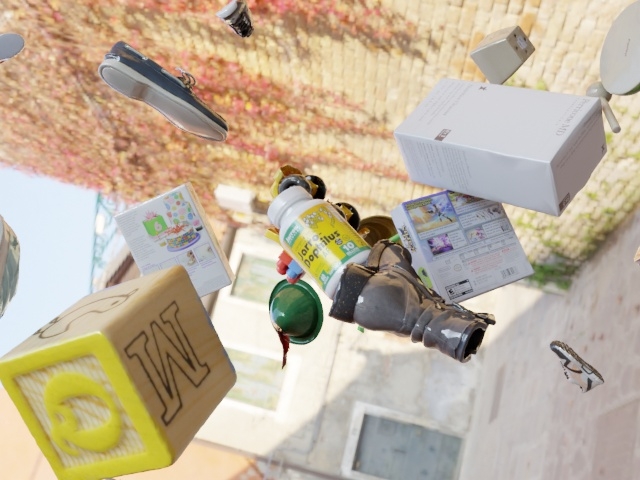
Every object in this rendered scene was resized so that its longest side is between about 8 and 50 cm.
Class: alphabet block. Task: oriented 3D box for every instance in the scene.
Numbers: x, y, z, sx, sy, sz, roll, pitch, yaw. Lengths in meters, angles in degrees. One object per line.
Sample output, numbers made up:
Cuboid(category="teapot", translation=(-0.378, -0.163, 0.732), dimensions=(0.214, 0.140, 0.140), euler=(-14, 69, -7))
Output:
Cuboid(category="alphabet block", translation=(-0.255, 0.173, 0.975), dimensions=(0.193, 0.192, 0.197), euler=(65, -155, -13))

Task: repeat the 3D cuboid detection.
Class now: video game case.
Cuboid(category="video game case", translation=(0.317, 0.006, 1.671), dimensions=(0.061, 0.269, 0.244), euler=(-38, 70, 59))

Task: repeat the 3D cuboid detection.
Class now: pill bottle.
Cuboid(category="pill bottle", translation=(0.000, 0.000, 1.352), dimensions=(0.117, 0.208, 0.117), euler=(-33, -26, -18))

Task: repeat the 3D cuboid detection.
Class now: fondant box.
Cuboid(category="fondant box", translation=(-0.433, 0.022, 2.249), dimensions=(0.096, 0.238, 0.330), euler=(-84, -30, -78))

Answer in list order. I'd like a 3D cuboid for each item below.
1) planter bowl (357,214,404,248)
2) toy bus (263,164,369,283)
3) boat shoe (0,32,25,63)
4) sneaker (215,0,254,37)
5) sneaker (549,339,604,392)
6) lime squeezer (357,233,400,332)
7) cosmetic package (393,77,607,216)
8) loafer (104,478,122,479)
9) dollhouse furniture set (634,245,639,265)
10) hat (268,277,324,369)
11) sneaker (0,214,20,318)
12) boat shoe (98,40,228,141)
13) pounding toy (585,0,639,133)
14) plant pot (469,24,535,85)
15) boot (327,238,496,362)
Cuboid(category="planter bowl", translation=(0.132, 0.021, 2.070), dimensions=(0.090, 0.217, 0.217), euler=(-136, 54, -63))
Cuboid(category="toy bus", translation=(-0.042, -0.021, 1.578), dimensions=(0.211, 0.220, 0.149), euler=(-50, -11, 16))
Cuboid(category="boat shoe", translation=(-0.658, -0.378, 1.512), dimensions=(0.040, 0.142, 0.049), euler=(-95, -20, -73))
Cuboid(category="sneaker", translation=(-0.148, -0.414, 1.405), dimensions=(0.065, 0.061, 0.158), euler=(57, -168, -8))
Cuboid(category="sneaker", translation=(0.408, 0.207, 1.214), dimensions=(0.044, 0.109, 0.040), euler=(-46, 6, 22))
Cuboid(category="lime squeezer", translation=(0.138, 0.068, 1.847), dimensions=(0.310, 0.110, 0.059), euler=(-61, 6, -6))
Cuboid(category="cosmetic package", translation=(0.377, -0.208, 1.589), dimensions=(0.217, 0.385, 0.156), euler=(-49, -47, -25))
Cuboid(category="loafer", translation=(-0.376, 0.465, 1.377), dimensions=(0.148, 0.050, 0.056), euler=(-35, 53, 56))
Cuboid(category="dollhouse furniture set", translation=(0.563, -0.014, 0.967), dimensions=(0.152, 0.201, 0.374), euler=(-64, -14, -1))
Cuboid(category="hat", translation=(-0.107, 0.188, 1.819), dimensions=(0.183, 0.208, 0.173), euler=(-7, -77, -51))
Cuboid(category="sneaker", translation=(-0.656, 0.131, 1.459), dimensions=(0.150, 0.135, 0.366), euler=(72, -155, -63))
Cuboid(category="boat shoe", translation=(-0.272, -0.268, 1.357), dimensions=(0.095, 0.254, 0.079), euler=(-39, 26, 60))
Cuboid(category="pounding toy", translation=(0.630, -0.337, 1.451), dimensions=(0.183, 0.110, 0.237), euler=(-101, 24, -54))
Cuboid(category="plant pot", translation=(0.439, -0.443, 1.772), dimensions=(0.109, 0.109, 0.096), euler=(-46, 12, -33))
Cuboid(category="boot", translation=(0.158, 0.101, 1.161), dimensions=(0.338, 0.223, 0.118), euler=(-33, -39, -69))
